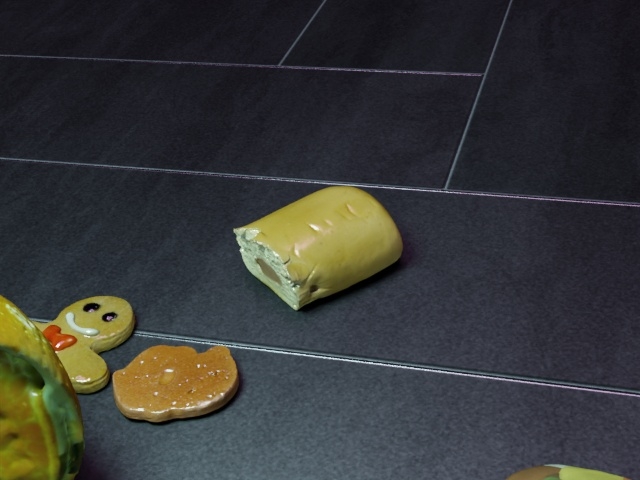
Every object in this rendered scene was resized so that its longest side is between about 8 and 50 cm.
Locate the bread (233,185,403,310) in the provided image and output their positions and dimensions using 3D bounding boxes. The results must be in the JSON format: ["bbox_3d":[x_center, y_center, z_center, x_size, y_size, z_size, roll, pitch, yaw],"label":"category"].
[{"bbox_3d":[-0.001,-0.002,1.177,0.173,0.085,0.134,-27,40,-27],"label":"bread"}]

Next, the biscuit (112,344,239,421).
[{"bbox_3d":[-0.147,0.144,1.048,0.131,0.019,0.102,-4,35,3],"label":"biscuit"}]

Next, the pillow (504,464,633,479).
[{"bbox_3d":[0.203,0.267,0.769,0.214,0.086,0.233,23,41,21],"label":"pillow"}]

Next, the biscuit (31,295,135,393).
[{"bbox_3d":[-0.295,0.126,1.088,0.158,0.035,0.240,20,43,30],"label":"biscuit"}]

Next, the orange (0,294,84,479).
[{"bbox_3d":[-0.365,0.133,0.885,0.335,0.262,0.196,-4,38,14],"label":"orange"}]
